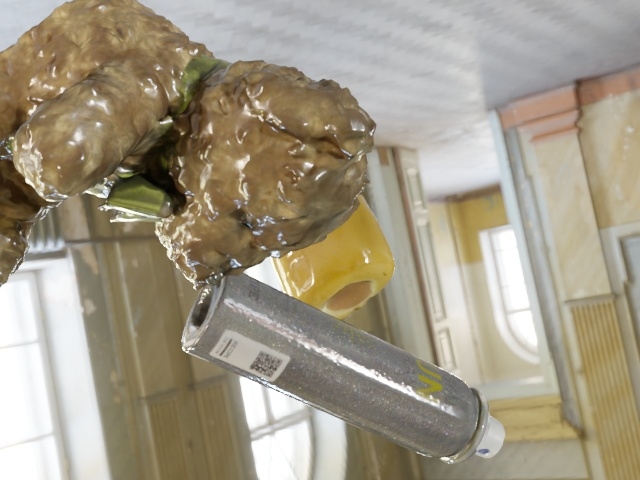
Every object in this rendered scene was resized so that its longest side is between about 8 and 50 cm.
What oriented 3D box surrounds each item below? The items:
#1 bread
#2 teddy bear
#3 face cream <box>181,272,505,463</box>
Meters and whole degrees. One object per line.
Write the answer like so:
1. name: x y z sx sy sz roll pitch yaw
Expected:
1. bread: 0.000 -0.001 0.880 0.134 0.173 0.085 -32 150 11
2. teddy bear: -0.130 -0.029 0.505 0.296 0.222 0.246 -40 162 -1
3. face cream: 0.028 0.110 0.624 0.283 0.073 0.073 28 161 -18
